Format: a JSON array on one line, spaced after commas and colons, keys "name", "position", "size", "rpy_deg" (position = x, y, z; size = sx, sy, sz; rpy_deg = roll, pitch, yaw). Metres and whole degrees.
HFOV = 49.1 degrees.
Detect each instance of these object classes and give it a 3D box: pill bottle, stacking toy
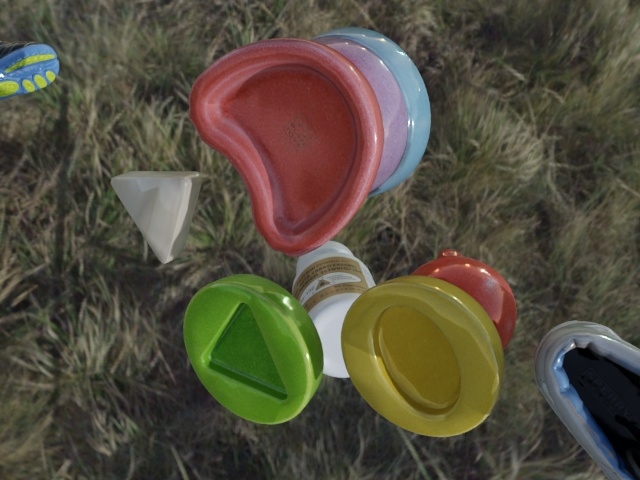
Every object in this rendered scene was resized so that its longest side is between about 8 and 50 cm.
[{"name": "pill bottle", "position": [0.024, 0.092, 1.070], "size": [0.131, 0.131, 0.229], "rpy_deg": [-6, 25, -5]}, {"name": "stacking toy", "position": [0.000, 0.000, 0.575], "size": [0.130, 0.279, 0.309], "rpy_deg": [-33, 101, -52]}]

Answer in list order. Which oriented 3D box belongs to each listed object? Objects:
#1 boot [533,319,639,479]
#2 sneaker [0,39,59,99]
[{"name": "boot", "position": [0.230, 0.156, 0.422], "size": [0.258, 0.123, 0.095], "rpy_deg": [44, 99, 17]}, {"name": "sneaker", "position": [-0.401, -0.190, 0.807], "size": [0.188, 0.067, 0.078], "rpy_deg": [-26, 39, -33]}]
